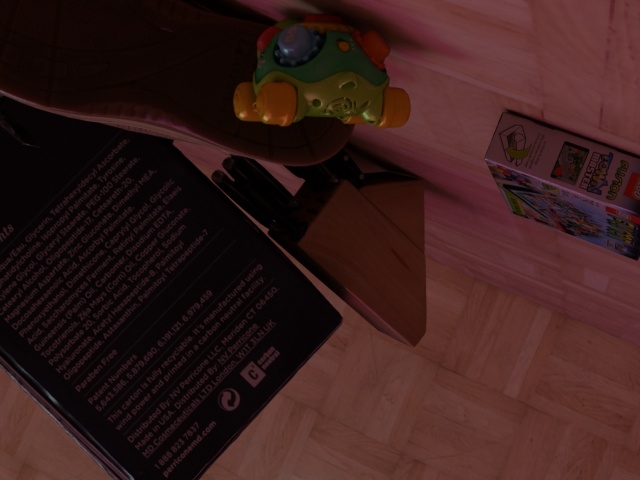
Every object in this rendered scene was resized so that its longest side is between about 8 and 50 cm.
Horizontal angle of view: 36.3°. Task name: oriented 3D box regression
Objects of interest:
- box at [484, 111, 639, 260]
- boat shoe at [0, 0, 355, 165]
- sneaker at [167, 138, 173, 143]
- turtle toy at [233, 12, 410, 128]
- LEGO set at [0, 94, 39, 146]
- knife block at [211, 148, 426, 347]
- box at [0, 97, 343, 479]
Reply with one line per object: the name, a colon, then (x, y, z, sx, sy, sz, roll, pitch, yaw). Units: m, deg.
box: (0.190, -0.034, 0.720, 0.114, 0.036, 0.207, 23, 178, 18)
boat shoe: (-0.144, -0.133, 0.701, 0.341, 0.122, 0.110, 22, 178, -12)
sneaker: (-0.384, -0.214, 1.523, 0.318, 0.112, 0.131, 24, 180, 4)
turtle toy: (-0.005, -0.105, 0.602, 0.095, 0.066, 0.130, -1, -170, -21)
LEGO set: (-0.396, -0.138, 0.769, 0.331, 0.255, 0.192, 43, 174, 14)
knife block: (0.000, 0.000, 1.132, 0.242, 0.276, 0.088, -9, -166, -25)
box: (-0.239, 0.031, 1.226, 0.471, 0.297, 0.480, 43, 178, 1)
